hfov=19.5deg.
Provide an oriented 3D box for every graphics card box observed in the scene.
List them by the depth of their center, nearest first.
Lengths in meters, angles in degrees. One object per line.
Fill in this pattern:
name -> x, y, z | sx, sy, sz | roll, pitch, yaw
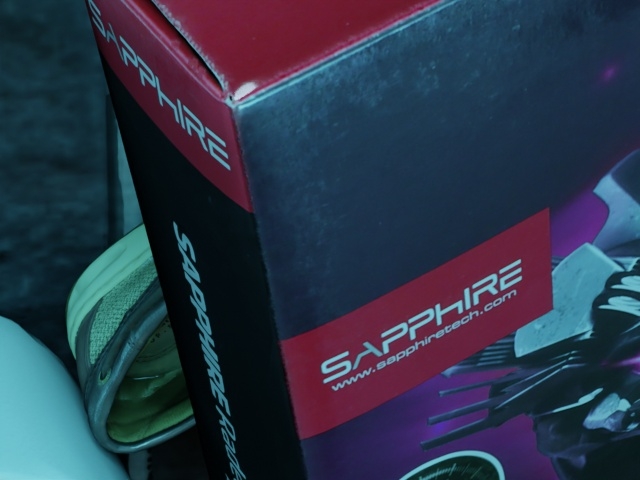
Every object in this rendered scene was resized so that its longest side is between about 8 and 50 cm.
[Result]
graphics card box -> 0.072, 0.019, 0.593 | 0.233, 0.094, 0.371 | -28, 140, -19

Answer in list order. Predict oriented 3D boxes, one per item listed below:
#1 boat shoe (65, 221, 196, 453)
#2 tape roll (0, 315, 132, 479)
boat shoe -> -0.001, 0.000, 0.642 | 0.223, 0.073, 0.080 | -37, 130, 24
tape roll -> -0.196, 0.154, 0.686 | 0.286, 0.100, 0.286 | -20, 139, -19
